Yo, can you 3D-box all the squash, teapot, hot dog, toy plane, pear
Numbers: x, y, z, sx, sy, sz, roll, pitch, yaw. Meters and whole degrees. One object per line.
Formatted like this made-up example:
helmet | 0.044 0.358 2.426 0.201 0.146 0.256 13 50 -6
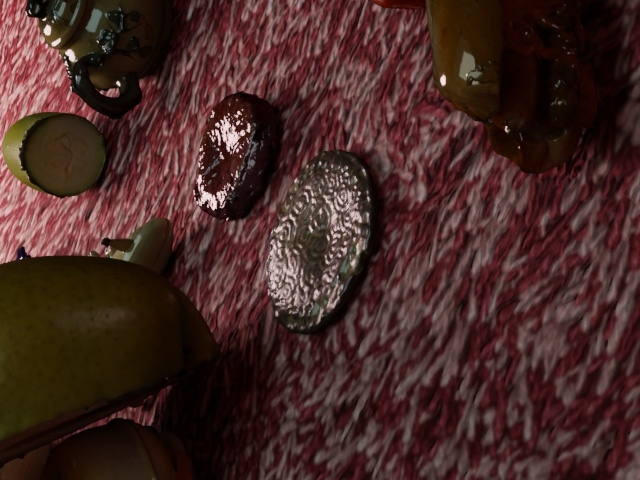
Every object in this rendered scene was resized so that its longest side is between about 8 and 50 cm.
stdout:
squash | -0.384 -0.122 2.087 0.187 0.123 0.123 10 82 62
teapot | -0.303 -0.285 1.977 0.173 0.183 0.269 -35 47 43
hot dog | 0.163 -0.222 1.256 0.117 0.158 0.348 -23 50 29
toy plane | -0.254 0.079 1.802 0.242 0.104 0.256 47 122 39
pear | -0.312 0.123 1.586 0.386 0.340 0.191 -24 83 15

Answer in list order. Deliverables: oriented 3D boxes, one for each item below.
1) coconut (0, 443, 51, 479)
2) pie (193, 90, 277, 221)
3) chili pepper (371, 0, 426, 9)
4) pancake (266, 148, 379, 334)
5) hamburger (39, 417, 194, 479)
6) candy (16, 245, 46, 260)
coconut | -0.463 0.275 1.870 0.245 0.245 0.247 -7 70 56
pie | -0.099 -0.096 1.697 0.153 0.038 0.153 -30 52 48
chili pepper | 0.083 -0.269 1.465 0.192 0.084 0.086 -144 59 -62
pancake | -0.001 0.000 1.512 0.199 0.021 0.199 -33 48 45
hamburger | -0.218 0.302 1.575 0.237 0.147 0.236 -23 62 54
candy | -0.428 0.140 2.062 0.145 0.070 0.275 33 106 64
